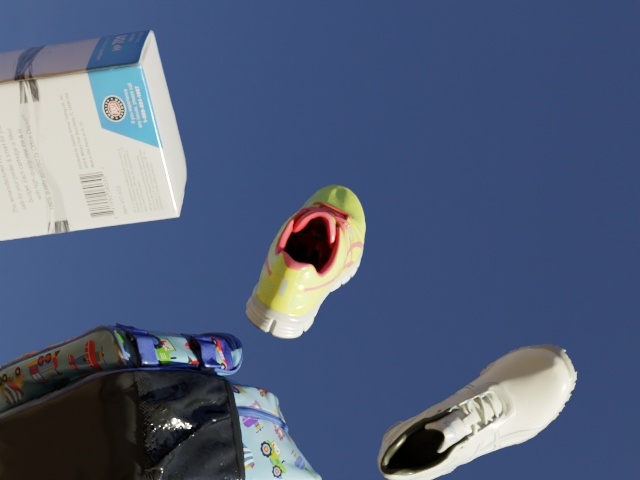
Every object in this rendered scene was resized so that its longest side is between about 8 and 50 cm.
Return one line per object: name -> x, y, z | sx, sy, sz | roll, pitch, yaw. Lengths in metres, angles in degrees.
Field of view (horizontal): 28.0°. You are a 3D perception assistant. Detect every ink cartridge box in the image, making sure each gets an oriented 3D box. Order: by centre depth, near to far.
ink cartridge box -> -0.217, -0.083, 1.042 | 0.191, 0.082, 0.139 | -6, -59, 6

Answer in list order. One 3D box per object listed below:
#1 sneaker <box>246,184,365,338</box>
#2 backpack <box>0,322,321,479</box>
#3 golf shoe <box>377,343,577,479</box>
sneaker -> 0.000, 0.000, 1.207 | 0.082, 0.208, 0.094 | 21, -51, 4
backpack -> -0.091, 0.121, 0.755 | 0.158, 0.173, 0.116 | -24, -111, 38
golf shoe -> 0.122, 0.143, 1.007 | 0.176, 0.086, 0.069 | -35, -100, 14
